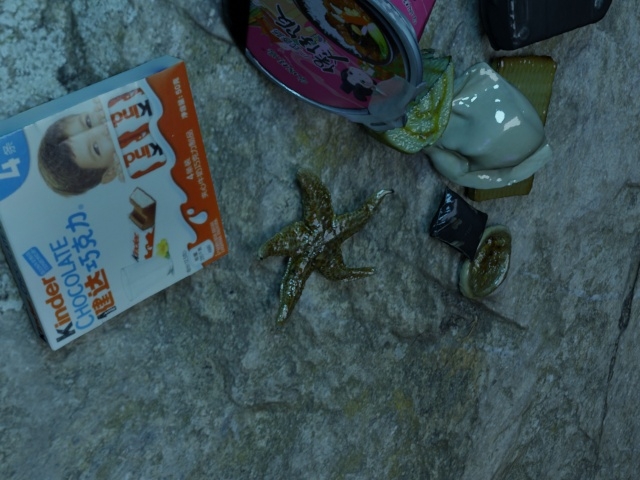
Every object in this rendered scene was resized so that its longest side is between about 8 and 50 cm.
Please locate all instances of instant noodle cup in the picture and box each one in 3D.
[{"bbox_3d":[0.035,-0.298,1.051,0.181,0.258,0.302,-61,139,-24],"label":"instant noodle cup"}]

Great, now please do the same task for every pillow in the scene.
[{"bbox_3d":[0.235,-0.026,1.486,0.150,0.048,0.090,26,97,-48],"label":"pillow"}]

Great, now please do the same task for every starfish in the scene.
[{"bbox_3d":[0.000,0.000,1.268,0.277,0.062,0.235,-47,133,-14],"label":"starfish"}]

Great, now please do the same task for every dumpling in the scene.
[{"bbox_3d":[0.260,-0.165,1.390,0.179,0.131,0.252,-45,130,13],"label":"dumpling"}]

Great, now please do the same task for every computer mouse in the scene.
[{"bbox_3d":[0.354,-0.409,1.381,0.269,0.100,0.170,-23,119,-29],"label":"computer mouse"}]

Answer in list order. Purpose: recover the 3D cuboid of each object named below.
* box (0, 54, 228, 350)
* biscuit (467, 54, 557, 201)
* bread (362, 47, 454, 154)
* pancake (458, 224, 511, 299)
[{"bbox_3d":[-0.247,-0.045,1.023,0.265,0.048,0.273,-31,128,-29],"label":"box"},{"bbox_3d":[0.330,-0.196,1.510,0.172,0.029,0.254,-8,115,-40],"label":"biscuit"},{"bbox_3d":[0.145,-0.191,1.282,0.156,0.103,0.110,-47,126,-3],"label":"bread"},{"bbox_3d":[0.305,0.039,1.598,0.152,0.025,0.151,-21,124,-35],"label":"pancake"}]
